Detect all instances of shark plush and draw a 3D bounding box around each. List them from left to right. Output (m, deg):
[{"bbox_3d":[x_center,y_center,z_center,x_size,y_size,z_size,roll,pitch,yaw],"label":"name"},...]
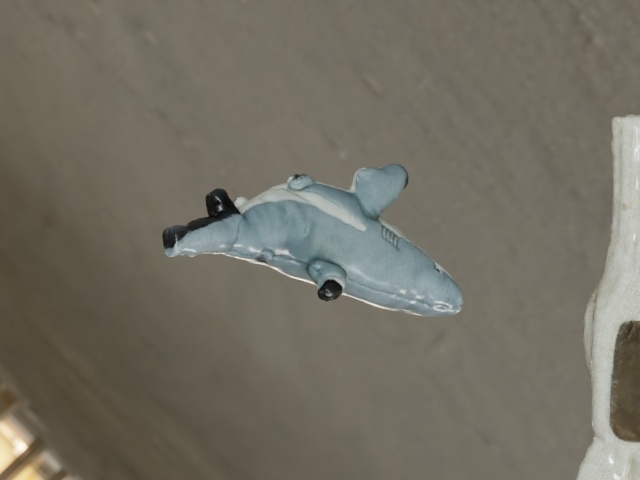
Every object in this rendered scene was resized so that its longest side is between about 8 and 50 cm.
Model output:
[{"bbox_3d":[0.000,0.000,0.812,0.161,0.073,0.067,21,-150,-51],"label":"shark plush"}]

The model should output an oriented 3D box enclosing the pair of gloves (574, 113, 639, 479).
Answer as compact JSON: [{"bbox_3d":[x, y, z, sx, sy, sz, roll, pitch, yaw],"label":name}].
[{"bbox_3d":[0.245,0.047,0.847,0.240,0.204,0.042,8,-170,11],"label":"pair of gloves"}]
